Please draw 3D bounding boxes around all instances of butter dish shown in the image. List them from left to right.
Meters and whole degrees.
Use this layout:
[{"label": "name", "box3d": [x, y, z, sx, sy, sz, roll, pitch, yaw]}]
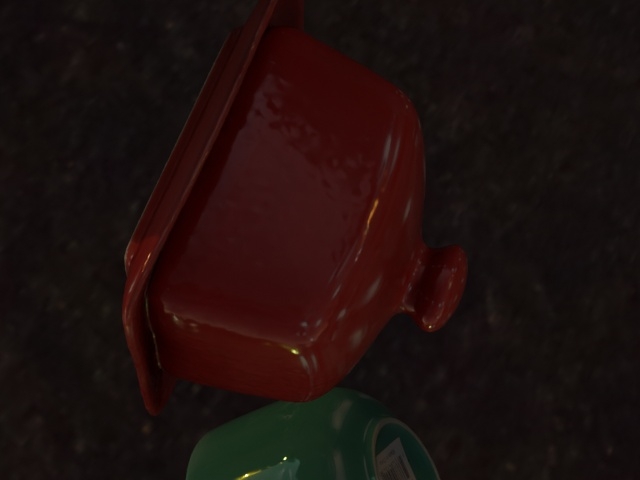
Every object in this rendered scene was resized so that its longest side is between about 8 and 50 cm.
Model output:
[{"label": "butter dish", "box3d": [0.000, 0.000, 0.717, 0.118, 0.160, 0.160, 23, 162, 6]}]

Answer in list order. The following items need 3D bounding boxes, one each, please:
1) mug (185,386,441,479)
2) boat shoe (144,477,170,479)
[{"label": "mug", "box3d": [0.007, 0.152, 0.939, 0.097, 0.158, 0.129, -24, 138, 24]}, {"label": "boat shoe", "box3d": [-0.174, 0.272, 1.027, 0.112, 0.095, 0.335, 42, 88, -6]}]
